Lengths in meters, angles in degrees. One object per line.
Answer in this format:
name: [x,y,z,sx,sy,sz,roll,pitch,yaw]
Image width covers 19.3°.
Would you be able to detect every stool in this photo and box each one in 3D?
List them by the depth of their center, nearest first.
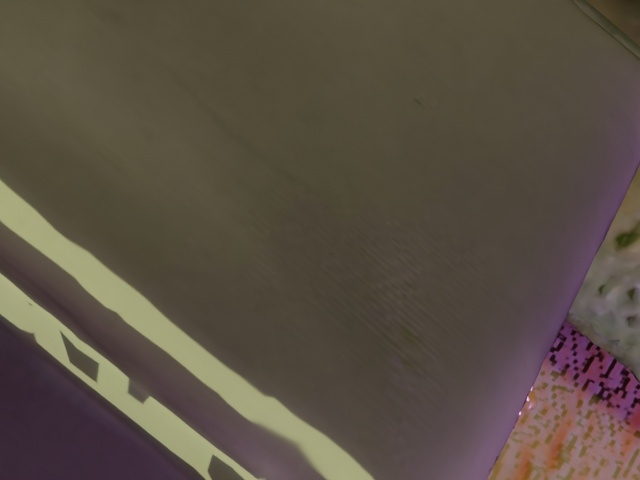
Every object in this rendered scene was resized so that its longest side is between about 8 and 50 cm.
stool: [-0.071,0.036,0.501,0.170,0.270,0.244,39,38,-2]

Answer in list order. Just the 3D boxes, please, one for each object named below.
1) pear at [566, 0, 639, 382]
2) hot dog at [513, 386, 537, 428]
pear: [0.148,-0.142,0.816,0.342,0.318,0.238,39,32,-8]
hot dog: [0.000,0.000,0.732,0.146,0.103,0.213,-20,66,-50]
